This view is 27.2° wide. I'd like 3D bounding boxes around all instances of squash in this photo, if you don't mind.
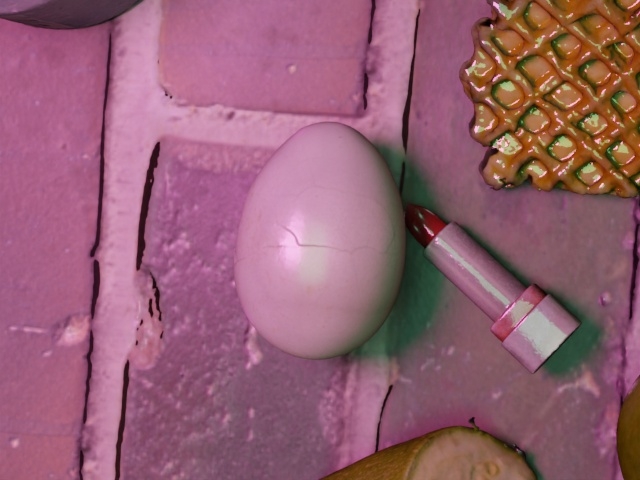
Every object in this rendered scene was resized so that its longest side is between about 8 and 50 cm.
[{"bbox_3d":[0.031,0.267,1.226,0.289,0.203,0.111,-37,85,46],"label":"squash"}]

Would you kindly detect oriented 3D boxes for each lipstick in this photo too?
[{"bbox_3d":[0.144,0.032,1.183,0.186,0.057,0.063,44,100,12],"label":"lipstick"}]

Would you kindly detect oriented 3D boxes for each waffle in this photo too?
[{"bbox_3d":[0.229,-0.139,1.138,0.223,0.054,0.204,5,114,18],"label":"waffle"}]

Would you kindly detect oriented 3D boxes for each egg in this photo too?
[{"bbox_3d":[0.000,0.000,1.159,0.151,0.151,0.209,4,90,11],"label":"egg"}]

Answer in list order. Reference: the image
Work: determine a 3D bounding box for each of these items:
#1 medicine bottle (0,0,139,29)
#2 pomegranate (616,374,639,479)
[{"bbox_3d":[-0.273,-0.313,1.130,0.245,0.290,0.245,1,93,12],"label":"medicine bottle"},{"bbox_3d":[0.354,0.175,1.101,0.190,0.159,0.241,-31,114,19],"label":"pomegranate"}]
